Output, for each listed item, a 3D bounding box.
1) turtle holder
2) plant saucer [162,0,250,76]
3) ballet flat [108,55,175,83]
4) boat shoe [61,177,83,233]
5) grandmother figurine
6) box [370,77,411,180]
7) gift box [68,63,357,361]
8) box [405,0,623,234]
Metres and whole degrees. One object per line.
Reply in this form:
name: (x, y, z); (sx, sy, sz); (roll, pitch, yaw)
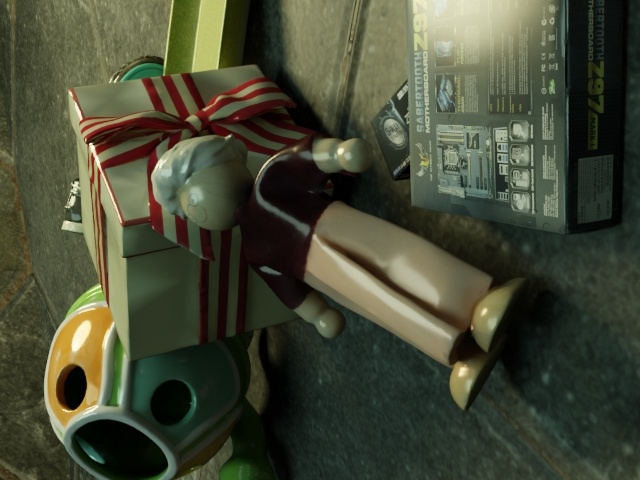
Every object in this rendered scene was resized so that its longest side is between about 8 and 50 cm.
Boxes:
turtle holder: (-0.209, 0.210, 1.091); (0.227, 0.243, 0.320); (-82, -22, -56)
plant saucer: (-0.140, -0.276, 1.092); (0.188, 0.045, 0.188); (17, 101, 59)
ballet flat: (-0.250, -0.025, 1.280); (0.182, 0.164, 0.482); (-151, 55, -74)
boat shoe: (-0.222, -0.033, 1.148); (0.084, 0.233, 0.079); (144, 134, -77)
grandmother figurine: (0.000, 0.000, 0.732); (0.342, 0.104, 0.207); (27, 120, 20)
box: (0.082, -0.104, 0.791); (0.083, 0.018, 0.067); (-45, 58, 55)
gift box: (-0.124, -0.036, 0.955); (0.276, 0.255, 0.258); (54, 149, 35)
box: (0.138, -0.131, 0.646); (0.183, 0.059, 0.232); (14, 110, 58)
